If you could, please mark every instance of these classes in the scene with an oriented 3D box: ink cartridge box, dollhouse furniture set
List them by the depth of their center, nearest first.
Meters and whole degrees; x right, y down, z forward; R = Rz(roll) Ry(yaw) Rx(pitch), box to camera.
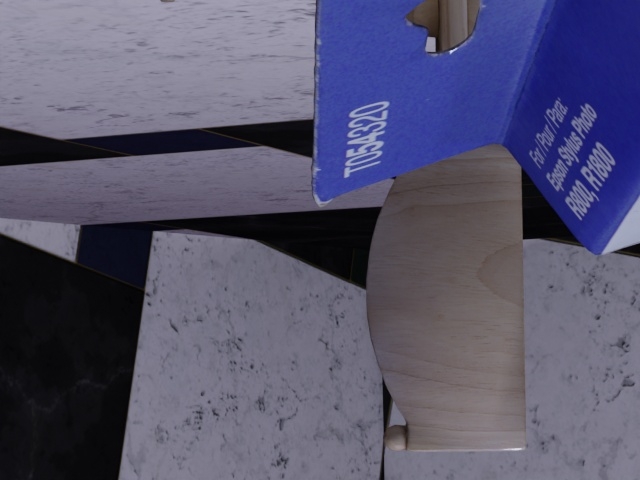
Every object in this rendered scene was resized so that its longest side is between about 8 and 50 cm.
[{"bbox_3d":[0.163,-0.083,0.582,0.330,0.071,0.324,-20,166,-6],"label":"ink cartridge box"},{"bbox_3d":[0.000,0.000,1.008,0.174,0.355,0.303,0,176,0],"label":"dollhouse furniture set"}]
